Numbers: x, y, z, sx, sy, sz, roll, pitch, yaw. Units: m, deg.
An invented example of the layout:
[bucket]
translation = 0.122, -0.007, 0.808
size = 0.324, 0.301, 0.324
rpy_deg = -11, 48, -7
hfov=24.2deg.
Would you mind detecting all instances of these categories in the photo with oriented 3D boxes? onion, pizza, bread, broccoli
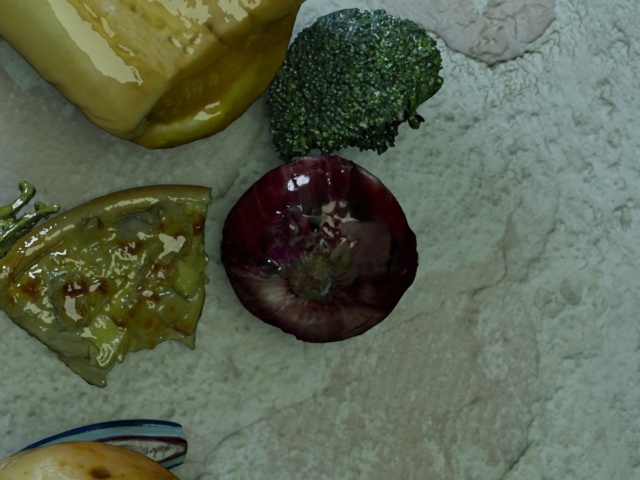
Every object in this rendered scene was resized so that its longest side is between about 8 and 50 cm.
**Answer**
[onion]
translation = 0.000, 0.000, 1.865
size = 0.252, 0.219, 0.252
rpy_deg = 4, 124, 5
[pizza]
translation = -0.250, 0.057, 1.835
size = 0.323, 0.089, 0.223
rpy_deg = -23, 92, -18
[bread]
translation = -0.215, -0.306, 1.784
size = 0.361, 0.250, 0.394
rpy_deg = -47, 105, -10
[broccoli]
translation = 0.038, -0.190, 1.899
size = 0.198, 0.176, 0.226
rpy_deg = 29, 101, 26

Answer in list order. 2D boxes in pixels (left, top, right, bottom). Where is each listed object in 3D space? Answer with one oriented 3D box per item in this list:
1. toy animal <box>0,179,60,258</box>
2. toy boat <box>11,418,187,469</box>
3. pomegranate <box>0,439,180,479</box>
[toy animal]
translation = -0.392, -0.002, 1.747
size = 0.136, 0.181, 0.073
rpy_deg = -53, 122, -26
[toy boat]
translation = -0.275, 0.266, 1.837
size = 0.229, 0.046, 0.080
rpy_deg = -3, 91, -21
[pomegranate]
translation = -0.298, 0.416, 1.636
size = 0.410, 0.410, 0.410
rpy_deg = 1, 87, -19
